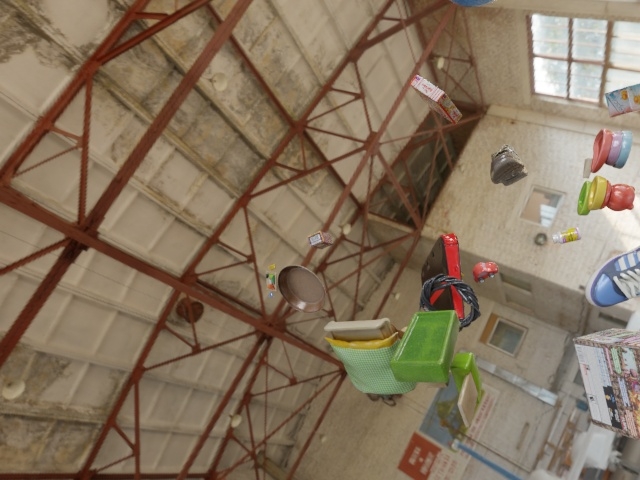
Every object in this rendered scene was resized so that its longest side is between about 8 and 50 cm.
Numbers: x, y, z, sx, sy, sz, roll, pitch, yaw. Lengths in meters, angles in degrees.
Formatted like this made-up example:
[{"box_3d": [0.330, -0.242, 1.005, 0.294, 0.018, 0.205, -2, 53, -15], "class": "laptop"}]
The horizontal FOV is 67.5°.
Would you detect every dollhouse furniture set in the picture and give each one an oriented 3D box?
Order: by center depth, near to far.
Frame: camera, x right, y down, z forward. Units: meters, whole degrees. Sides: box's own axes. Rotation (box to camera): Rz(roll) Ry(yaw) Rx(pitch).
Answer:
[{"box_3d": [0.140, 0.268, 0.952, 0.151, 0.301, 0.198, -52, -56, -50], "class": "dollhouse furniture set"}]

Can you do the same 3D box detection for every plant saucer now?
[{"box_3d": [-0.059, 0.166, 1.687, 0.036, 0.198, 0.199, -42, -39, -50], "class": "plant saucer"}]

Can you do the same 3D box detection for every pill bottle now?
[{"box_3d": [0.822, -0.014, 1.602, 0.043, 0.083, 0.044, -16, -90, -69], "class": "pill bottle"}]

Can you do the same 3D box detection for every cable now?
[{"box_3d": [0.395, 0.185, 1.450, 0.047, 0.184, 0.151, -6, -68, -71], "class": "cable"}]

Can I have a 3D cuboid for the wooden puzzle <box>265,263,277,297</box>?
[{"box_3d": [-0.172, 0.140, 1.658, 0.014, 0.078, 0.117, -5, -91, -35], "class": "wooden puzzle"}]

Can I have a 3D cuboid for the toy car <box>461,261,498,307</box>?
[{"box_3d": [0.529, 0.172, 1.800, 0.053, 0.238, 0.225, 42, -119, -29], "class": "toy car"}]

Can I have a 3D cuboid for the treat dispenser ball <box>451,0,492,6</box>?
[{"box_3d": [0.513, -0.920, 1.562, 0.288, 0.288, 0.289, -32, -46, -42], "class": "treat dispenser ball"}]

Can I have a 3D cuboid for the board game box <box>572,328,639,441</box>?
[{"box_3d": [0.790, 0.348, 1.151, 0.140, 0.291, 0.232, -11, -93, -12], "class": "board game box"}]

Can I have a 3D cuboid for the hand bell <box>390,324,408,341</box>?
[{"box_3d": [0.231, 0.275, 1.389, 0.242, 0.126, 0.126, 26, -93, -44], "class": "hand bell"}]

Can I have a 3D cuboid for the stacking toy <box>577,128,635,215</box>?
[{"box_3d": [1.030, -0.222, 1.708, 0.279, 0.130, 0.309, 43, -120, -70], "class": "stacking toy"}]

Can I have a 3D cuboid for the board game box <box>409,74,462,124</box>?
[{"box_3d": [0.428, -0.519, 1.767, 0.045, 0.147, 0.193, -51, -35, 13], "class": "board game box"}]

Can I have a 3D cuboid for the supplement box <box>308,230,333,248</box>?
[{"box_3d": [0.000, 0.000, 1.722, 0.083, 0.054, 0.043, 13, -124, -61], "class": "supplement box"}]

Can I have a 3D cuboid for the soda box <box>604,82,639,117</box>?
[{"box_3d": [0.770, -0.347, 1.156, 0.183, 0.058, 0.063, -18, -84, -27], "class": "soda box"}]

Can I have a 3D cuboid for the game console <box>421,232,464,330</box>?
[{"box_3d": [0.433, 0.189, 1.703, 0.387, 0.060, 0.343, 90, 178, -66], "class": "game console"}]

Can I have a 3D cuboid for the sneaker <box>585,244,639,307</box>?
[{"box_3d": [0.973, 0.102, 1.411, 0.322, 0.130, 0.236, -36, 3, 5], "class": "sneaker"}]

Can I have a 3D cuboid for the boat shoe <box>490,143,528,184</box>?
[{"box_3d": [0.726, -0.304, 1.902, 0.132, 0.130, 0.355, -29, -15, 23], "class": "boat shoe"}]
